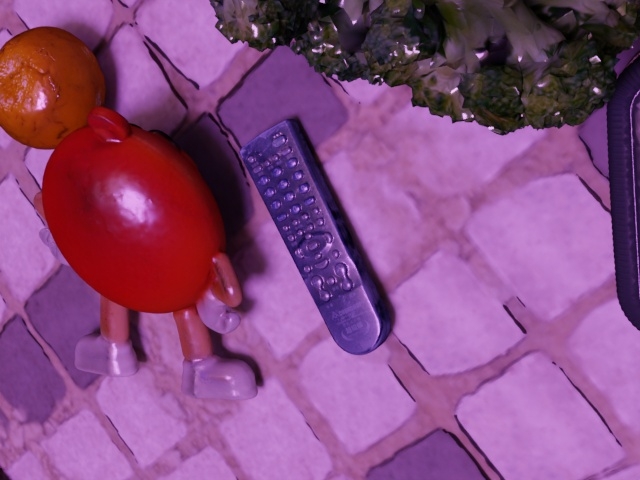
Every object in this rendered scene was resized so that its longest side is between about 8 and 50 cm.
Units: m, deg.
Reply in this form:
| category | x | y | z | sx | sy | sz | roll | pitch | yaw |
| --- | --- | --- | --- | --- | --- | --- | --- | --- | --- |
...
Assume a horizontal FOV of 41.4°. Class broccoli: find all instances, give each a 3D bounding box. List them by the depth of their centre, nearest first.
| category | x | y | z | sx | sy | sz | roll | pitch | yaw |
| --- | --- | --- | --- | --- | --- | --- | --- | --- | --- |
| broccoli | 0.036 | -0.187 | 0.350 | 0.265 | 0.245 | 0.294 | -43 | 106 | 10 |

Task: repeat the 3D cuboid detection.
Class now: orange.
| category | x | y | z | sx | sy | sz | roll | pitch | yaw |
| --- | --- | --- | --- | --- | --- | --- | --- | --- | --- |
| orange | -0.184 | -0.102 | 0.573 | 0.083 | 0.070 | 0.083 | 0 | 90 | 27 |

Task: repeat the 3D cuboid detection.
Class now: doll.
| category | x | y | z | sx | sy | sz | roll | pitch | yaw |
| --- | --- | --- | --- | --- | --- | --- | --- | --- | --- |
| doll | -0.125 | 0.006 | 0.567 | 0.183 | 0.085 | 0.217 | 8 | 124 | 27 |

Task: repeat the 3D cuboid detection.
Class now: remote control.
| category | x | y | z | sx | sy | sz | roll | pitch | yaw |
| --- | --- | --- | --- | --- | --- | --- | --- | --- | --- |
| remote control | -0.001 | 0.000 | 0.531 | 0.043 | 0.027 | 0.152 | -28 | 87 | 36 |

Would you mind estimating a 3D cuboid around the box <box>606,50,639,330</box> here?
| category | x | y | z | sx | sy | sz | roll | pitch | yaw |
| --- | --- | --- | --- | --- | --- | --- | --- | --- | --- |
| box | 0.230 | -0.027 | 0.369 | 0.201 | 0.090 | 0.144 | 0 | 102 | 28 |
